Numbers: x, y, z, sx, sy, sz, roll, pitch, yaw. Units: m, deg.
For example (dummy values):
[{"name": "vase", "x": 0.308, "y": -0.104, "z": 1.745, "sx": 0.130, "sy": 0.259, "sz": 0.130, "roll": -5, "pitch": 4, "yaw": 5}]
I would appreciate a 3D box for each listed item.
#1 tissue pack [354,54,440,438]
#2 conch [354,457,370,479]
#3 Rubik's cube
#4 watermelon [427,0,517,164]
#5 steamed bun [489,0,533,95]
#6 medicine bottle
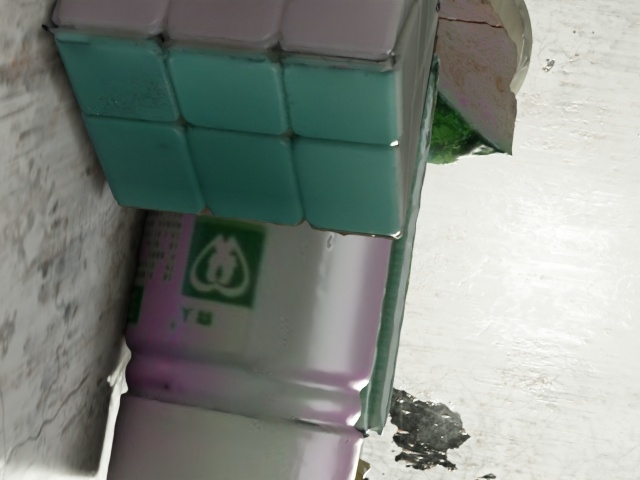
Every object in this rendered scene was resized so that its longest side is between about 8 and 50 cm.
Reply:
[{"name": "tissue pack", "x": 0.000, "y": 0.000, "z": 1.489, "sx": 0.287, "sy": 0.162, "sz": 0.388, "roll": 163, "pitch": -63, "yaw": -76}, {"name": "conch", "x": -0.049, "y": 0.307, "z": 1.707, "sx": 0.263, "sy": 0.186, "sz": 0.324, "roll": 7, "pitch": 91, "yaw": -65}, {"name": "Rubik's cube", "x": -0.037, "y": -0.155, "z": 0.995, "sx": 0.231, "sy": 0.224, "sz": 0.221, "roll": 82, "pitch": 17, "yaw": -61}, {"name": "watermelon", "x": 0.074, "y": -0.231, "z": 1.759, "sx": 0.222, "sy": 0.319, "sz": 0.292, "roll": -38, "pitch": -157, "yaw": 41}, {"name": "steamed bun", "x": 0.149, "y": -0.291, "z": 2.066, "sx": 0.309, "sy": 0.309, "sz": 0.309, "roll": 9, "pitch": 90, "yaw": -82}, {"name": "medicine bottle", "x": -0.054, "y": 0.059, "z": 1.184, "sx": 0.212, "sy": 0.212, "sz": 0.326, "roll": 41, "pitch": 57, "yaw": -81}]
